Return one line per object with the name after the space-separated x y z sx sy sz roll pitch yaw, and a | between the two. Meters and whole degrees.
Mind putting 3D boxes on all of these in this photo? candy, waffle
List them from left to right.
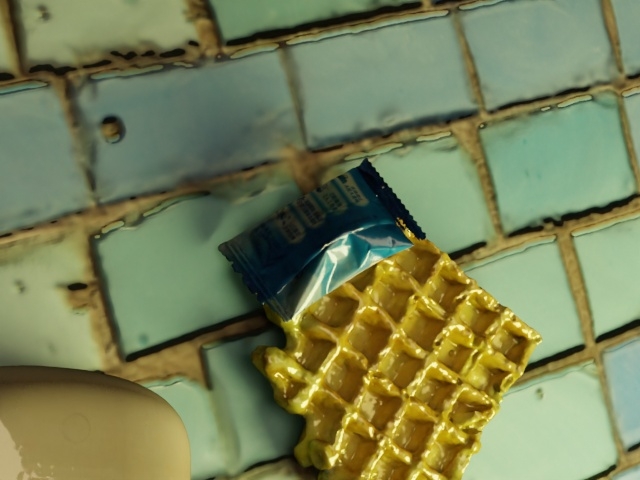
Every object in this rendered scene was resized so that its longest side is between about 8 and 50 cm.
0.001 0.000 1.023 0.136 0.038 0.088 -31 64 -9 | candy
0.041 0.102 1.069 0.229 0.057 0.219 38 67 -18 | waffle

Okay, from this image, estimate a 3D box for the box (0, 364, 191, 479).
-0.181 0.157 0.906 0.200 0.088 0.146 8 81 -30 | box
